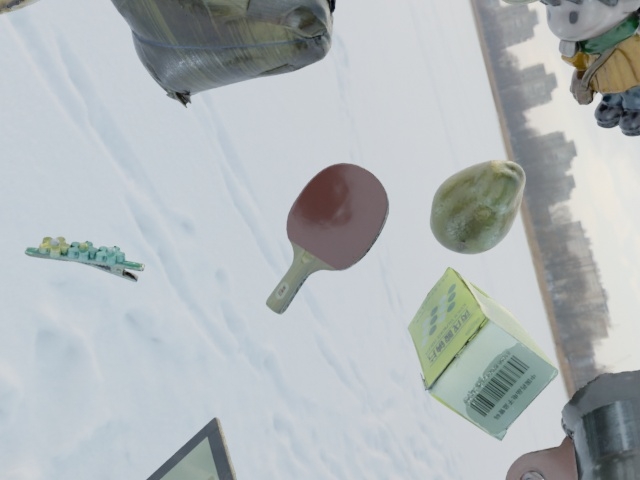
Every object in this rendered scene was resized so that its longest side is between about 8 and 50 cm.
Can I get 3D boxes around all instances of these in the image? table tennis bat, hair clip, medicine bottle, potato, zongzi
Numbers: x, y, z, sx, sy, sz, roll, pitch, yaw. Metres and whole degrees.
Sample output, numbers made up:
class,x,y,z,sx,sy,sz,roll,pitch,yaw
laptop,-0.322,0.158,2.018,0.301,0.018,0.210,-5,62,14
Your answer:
class,x,y,z,sx,sy,sz,roll,pitch,yaw
table tennis bat,0.000,0.000,0.880,0.138,0.246,0.022,36,1,21
hair clip,-0.355,0.022,0.919,0.049,0.173,0.049,-166,-90,-75
medicine bottle,0.232,0.163,0.923,0.141,0.137,0.250,37,11,-9
potato,0.297,-0.071,1.130,0.157,0.194,0.157,16,47,-18
zongzi,-0.206,-0.466,1.056,0.432,0.403,0.208,59,35,-44

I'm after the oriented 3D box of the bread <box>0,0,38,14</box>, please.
class,x,y,z,sx,sy,sz,roll,pitch,yaw
bread,-0.295,-0.331,0.565,0.134,0.129,0.260,-47,115,-76

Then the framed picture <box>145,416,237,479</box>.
class,x,y,z,sx,sy,sz,roll,pitch,yaw
framed picture,-0.260,0.546,1.174,0.016,0.265,0.347,45,4,-34

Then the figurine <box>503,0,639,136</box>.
class,x,y,z,sx,sy,sz,roll,pitch,yaw
figurine,0.421,-0.329,0.878,0.332,0.204,0.185,40,7,-22

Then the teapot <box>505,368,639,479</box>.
class,x,y,z,sx,sy,sz,roll,pitch,yaw
teapot,0.404,0.358,0.733,0.305,0.376,0.362,35,43,-26
